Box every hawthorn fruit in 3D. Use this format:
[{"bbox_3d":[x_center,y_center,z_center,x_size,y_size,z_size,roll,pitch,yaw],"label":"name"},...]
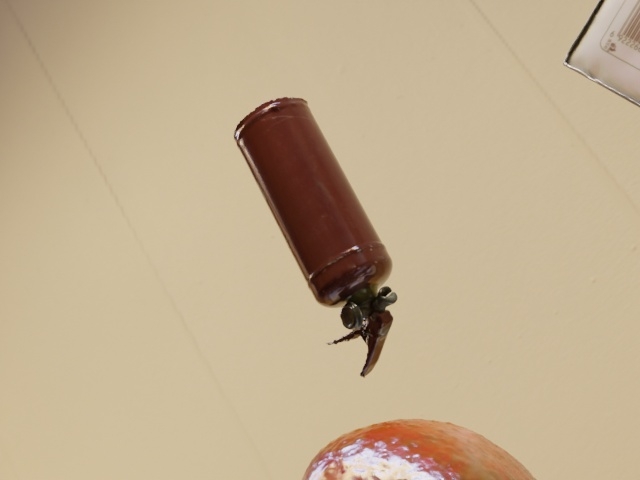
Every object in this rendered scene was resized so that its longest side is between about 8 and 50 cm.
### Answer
[{"bbox_3d":[0.112,0.310,0.827,0.275,0.300,0.275,-29,-128,44],"label":"hawthorn fruit"}]

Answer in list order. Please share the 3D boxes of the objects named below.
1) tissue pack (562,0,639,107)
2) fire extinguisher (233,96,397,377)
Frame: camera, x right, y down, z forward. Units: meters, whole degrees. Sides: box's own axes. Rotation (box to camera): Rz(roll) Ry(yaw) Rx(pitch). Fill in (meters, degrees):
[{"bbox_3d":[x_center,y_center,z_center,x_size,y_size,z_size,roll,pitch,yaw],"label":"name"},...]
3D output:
[{"bbox_3d":[0.299,-0.158,0.551,0.185,0.124,0.225,43,-67,36],"label":"tissue pack"},{"bbox_3d":[0.000,0.000,1.080,0.337,0.106,0.147,64,-36,19],"label":"fire extinguisher"}]
